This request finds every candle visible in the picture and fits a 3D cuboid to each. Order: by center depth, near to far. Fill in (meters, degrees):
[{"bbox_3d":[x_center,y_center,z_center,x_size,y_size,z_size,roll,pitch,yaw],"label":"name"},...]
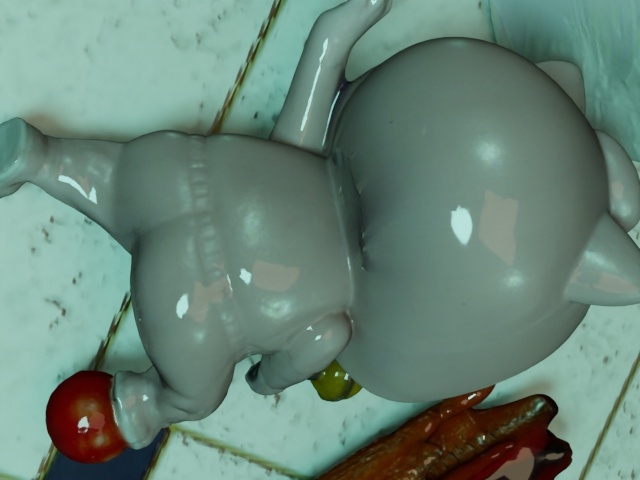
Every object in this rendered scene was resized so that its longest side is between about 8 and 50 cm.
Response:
[{"bbox_3d":[0.009,0.160,0.580,0.301,0.059,0.084,-27,102,-20],"label":"candle"}]

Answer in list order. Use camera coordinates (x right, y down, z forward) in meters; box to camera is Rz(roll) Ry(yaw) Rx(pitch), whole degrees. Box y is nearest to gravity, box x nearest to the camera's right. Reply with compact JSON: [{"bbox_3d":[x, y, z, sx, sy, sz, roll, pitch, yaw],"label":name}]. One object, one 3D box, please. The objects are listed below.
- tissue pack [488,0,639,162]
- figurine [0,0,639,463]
[{"bbox_3d":[0.212,-0.148,0.569,0.209,0.148,0.156,-23,111,-21],"label":"tissue pack"},{"bbox_3d":[0.000,0.000,0.511,0.287,0.186,0.176,-15,63,-6],"label":"figurine"}]
